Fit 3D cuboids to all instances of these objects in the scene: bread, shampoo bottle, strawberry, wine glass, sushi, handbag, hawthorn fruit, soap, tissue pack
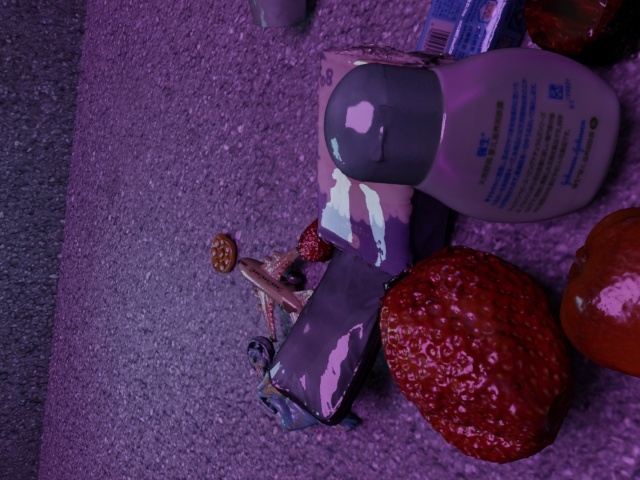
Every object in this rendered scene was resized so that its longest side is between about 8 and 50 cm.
[{"bbox_3d":[-0.257,0.034,1.475,0.110,0.024,0.110,-1,88,51],"label":"bread"},{"bbox_3d":[0.177,-0.135,0.709,0.151,0.350,0.221,-110,25,-65],"label":"shampoo bottle"},{"bbox_3d":[0.000,0.000,1.136,0.083,0.083,0.096,7,83,50],"label":"strawberry"},{"bbox_3d":[-0.103,-0.612,1.162,0.143,0.143,0.321,33,136,45],"label":"wine glass"},{"bbox_3d":[0.215,0.146,0.747,0.238,0.250,0.288,-43,23,-4],"label":"strawberry"},{"bbox_3d":[0.355,-0.338,0.703,0.136,0.126,0.225,35,120,43],"label":"sushi"},{"bbox_3d":[0.036,0.151,1.015,0.192,0.075,0.332,23,83,43],"label":"handbag"},{"bbox_3d":[0.386,0.072,0.618,0.226,0.197,0.196,28,111,22],"label":"hawthorn fruit"},{"bbox_3d":[0.234,-0.328,0.872,0.156,0.077,0.293,38,118,42],"label":"soap"},{"bbox_3d":[0.103,-0.134,0.920,0.242,0.125,0.343,29,127,46],"label":"tissue pack"}]

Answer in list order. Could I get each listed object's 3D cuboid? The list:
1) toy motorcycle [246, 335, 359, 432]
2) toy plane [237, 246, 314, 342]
[{"bbox_3d":[-0.048,0.309,1.153,0.297,0.109,0.198,2,102,43],"label":"toy motorcycle"},{"bbox_3d":[-0.100,0.099,1.237,0.244,0.092,0.228,38,119,43],"label":"toy plane"}]
